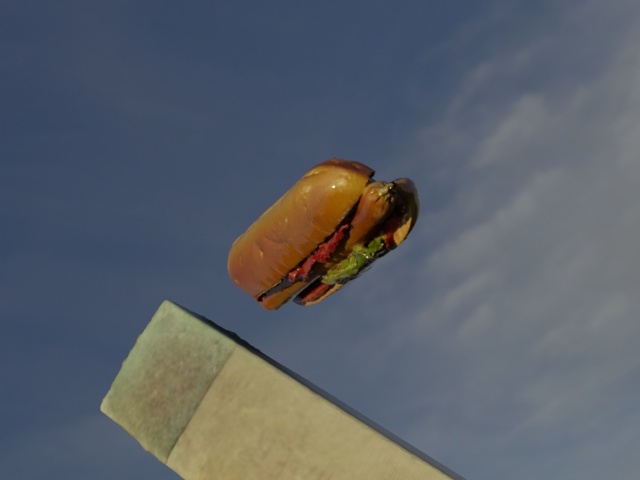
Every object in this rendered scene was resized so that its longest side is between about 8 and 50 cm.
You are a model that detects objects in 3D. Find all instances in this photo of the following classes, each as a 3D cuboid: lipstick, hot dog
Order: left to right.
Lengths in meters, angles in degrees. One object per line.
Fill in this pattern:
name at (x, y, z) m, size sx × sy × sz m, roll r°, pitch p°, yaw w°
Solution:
hot dog at (0.000, 0.000, 0.914) m, size 0.092 × 0.062 × 0.235 m, roll 17°, pitch -24°, yaw -15°
lipstick at (0.036, 0.136, 0.594) m, size 0.079 × 0.371 × 0.076 m, roll 37°, pitch -97°, yaw -47°
